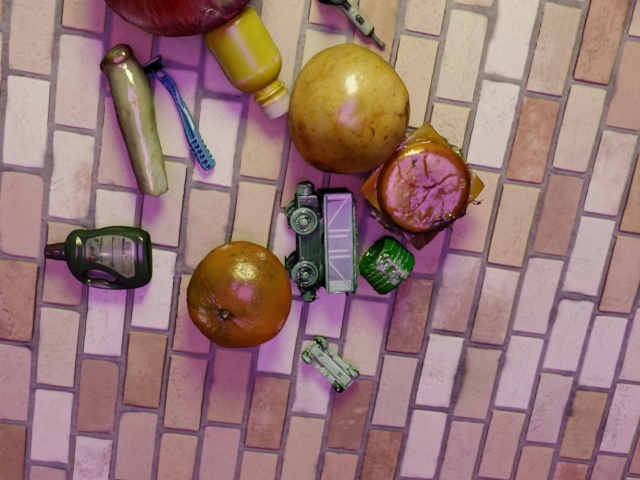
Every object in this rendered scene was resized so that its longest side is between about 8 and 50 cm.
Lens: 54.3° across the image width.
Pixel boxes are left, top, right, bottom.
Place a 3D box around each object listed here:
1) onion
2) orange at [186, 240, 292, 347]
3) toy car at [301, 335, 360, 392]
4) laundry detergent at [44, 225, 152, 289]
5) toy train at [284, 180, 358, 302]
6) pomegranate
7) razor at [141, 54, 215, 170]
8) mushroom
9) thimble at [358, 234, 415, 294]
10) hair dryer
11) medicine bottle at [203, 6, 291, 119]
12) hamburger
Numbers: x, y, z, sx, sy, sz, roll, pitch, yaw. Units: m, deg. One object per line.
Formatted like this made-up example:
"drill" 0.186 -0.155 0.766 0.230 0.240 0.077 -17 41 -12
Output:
"onion" -0.266 -0.554 1.126 0.348 0.285 0.347 -1 83 6
"orange" -0.176 0.121 1.341 0.240 0.171 0.240 3 106 12
"toy car" 0.023 0.291 1.468 0.143 0.054 0.073 43 95 -8
"laundry detergent" -0.483 0.040 1.358 0.222 0.078 0.144 -1 107 -5
"toy train" 0.000 0.000 1.374 0.154 0.115 0.269 -5 103 -12
"pomegranate" 0.053 -0.259 1.242 0.260 0.260 0.260 -1 103 -4
"razor" -0.293 -0.265 1.323 0.082 0.042 0.253 -14 109 42
"mushroom" -0.379 -0.246 1.294 0.081 0.100 0.312 -18 104 -23
"thimble" 0.146 0.055 1.384 0.090 0.130 0.118 44 90 -9
"hair dryer" 0.072 -0.466 1.290 0.198 0.100 0.057 38 101 -26
"medicine bottle" -0.134 -0.353 1.275 0.122 0.122 0.212 -31 114 3
"hamburger" 0.215 -0.116 1.346 0.243 0.138 0.261 -41 102 7
